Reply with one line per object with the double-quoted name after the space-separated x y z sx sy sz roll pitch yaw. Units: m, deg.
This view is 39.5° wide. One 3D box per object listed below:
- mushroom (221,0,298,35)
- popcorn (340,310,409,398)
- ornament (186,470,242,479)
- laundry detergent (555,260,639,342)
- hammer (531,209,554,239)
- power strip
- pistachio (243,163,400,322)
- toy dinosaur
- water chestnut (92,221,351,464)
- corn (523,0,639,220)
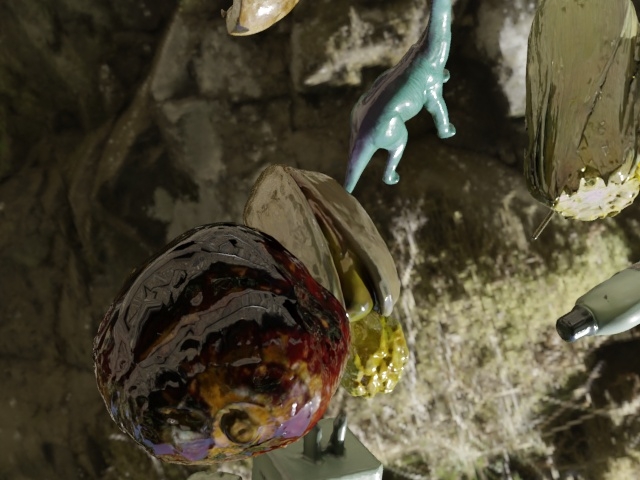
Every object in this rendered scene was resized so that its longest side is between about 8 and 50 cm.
-0.083 -0.490 1.555 0.151 0.286 0.156 7 175 -22 "mushroom"
0.059 0.177 1.510 0.155 0.198 0.197 -33 -167 -6 "popcorn"
-0.146 0.409 1.438 0.156 0.081 0.075 4 -160 9 "ornament"
0.413 0.078 1.200 0.225 0.070 0.099 -24 -162 -19 "laundry detergent"
0.284 -0.042 1.069 0.035 0.019 0.110 26 -112 34 "hammer"
-0.008 0.325 1.204 0.139 0.225 0.140 -4 -159 -25 "power strip"
0.000 0.000 1.237 0.166 0.197 0.288 -27 -131 -19 "pistachio"
0.100 -0.240 1.362 0.383 0.129 0.331 -45 153 -5 "toy dinosaur"
-0.112 0.117 1.007 0.289 0.289 0.244 -16 167 7 "water chestnut"
0.294 -0.162 0.992 0.123 0.305 0.122 8 150 -2 "corn"
